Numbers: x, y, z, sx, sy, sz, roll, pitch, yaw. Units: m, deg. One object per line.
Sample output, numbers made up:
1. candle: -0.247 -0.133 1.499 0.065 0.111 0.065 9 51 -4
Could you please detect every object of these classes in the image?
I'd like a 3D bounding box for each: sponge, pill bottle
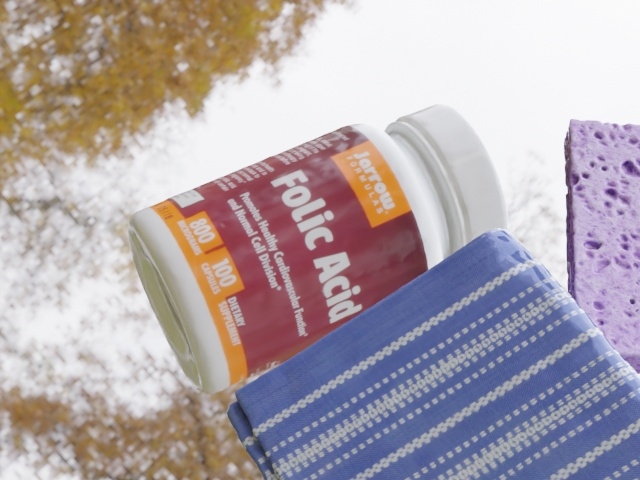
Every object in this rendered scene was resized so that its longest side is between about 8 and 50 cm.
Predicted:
1. sponge: 0.245 0.003 1.018 0.117 0.210 0.031 5 -32 -1
2. pill bottle: 0.000 0.000 1.537 0.224 0.392 0.224 58 -17 29

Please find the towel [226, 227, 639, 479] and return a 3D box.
1. towel: 0.108 0.160 0.862 0.336 0.243 0.040 54 -5 37
